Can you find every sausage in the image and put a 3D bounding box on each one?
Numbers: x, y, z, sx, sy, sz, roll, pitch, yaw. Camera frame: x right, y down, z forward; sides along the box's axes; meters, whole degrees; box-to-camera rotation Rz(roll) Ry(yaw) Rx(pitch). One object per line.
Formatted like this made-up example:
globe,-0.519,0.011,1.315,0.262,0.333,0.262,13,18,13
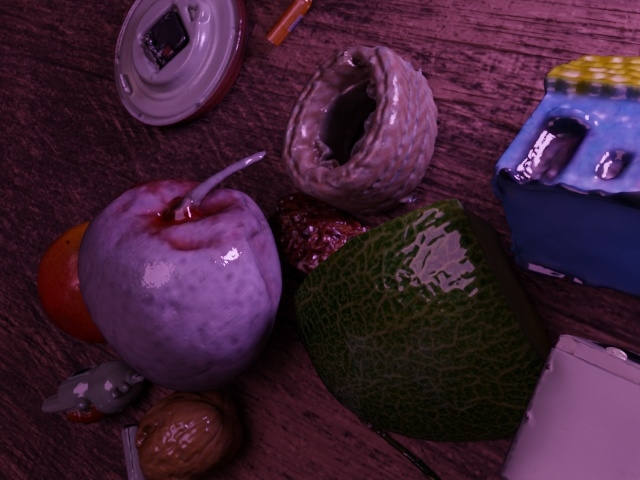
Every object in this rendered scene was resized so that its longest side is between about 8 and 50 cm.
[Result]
sausage,-0.050,-0.379,1.399,0.107,0.031,0.031,-47,58,16

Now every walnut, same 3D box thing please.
walnut,-0.212,0.314,1.295,0.184,0.155,0.155,-36,62,23

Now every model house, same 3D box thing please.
model house,0.372,-0.094,0.946,0.237,0.215,0.303,16,58,36

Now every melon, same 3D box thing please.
melon,0.118,0.126,1.094,0.344,0.226,0.331,-28,109,27

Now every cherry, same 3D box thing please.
cherry,-0.192,0.071,1.216,0.326,0.291,0.334,0,112,55

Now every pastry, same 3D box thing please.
pastry,-0.002,0.000,1.231,0.208,0.115,0.097,38,115,49

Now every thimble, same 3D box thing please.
thimble,0.060,-0.157,1.208,0.196,0.148,0.229,9,83,38

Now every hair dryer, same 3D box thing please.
hair dryer,-0.294,0.415,1.392,0.131,0.073,0.236,-32,54,24

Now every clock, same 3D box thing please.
clock,-0.268,-0.363,1.518,0.319,0.080,0.318,-8,75,34

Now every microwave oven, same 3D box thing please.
microwave oven,0.317,0.213,0.888,0.145,0.241,0.193,28,97,35

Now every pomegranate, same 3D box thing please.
pomegranate,-0.365,0.057,1.422,0.256,0.221,0.221,-46,58,10

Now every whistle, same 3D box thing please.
whistle,-0.403,0.271,1.464,0.253,0.102,0.105,-18,73,28

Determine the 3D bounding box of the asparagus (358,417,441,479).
asparagus,0.112,0.294,1.154,0.166,0.013,0.016,36,90,34
